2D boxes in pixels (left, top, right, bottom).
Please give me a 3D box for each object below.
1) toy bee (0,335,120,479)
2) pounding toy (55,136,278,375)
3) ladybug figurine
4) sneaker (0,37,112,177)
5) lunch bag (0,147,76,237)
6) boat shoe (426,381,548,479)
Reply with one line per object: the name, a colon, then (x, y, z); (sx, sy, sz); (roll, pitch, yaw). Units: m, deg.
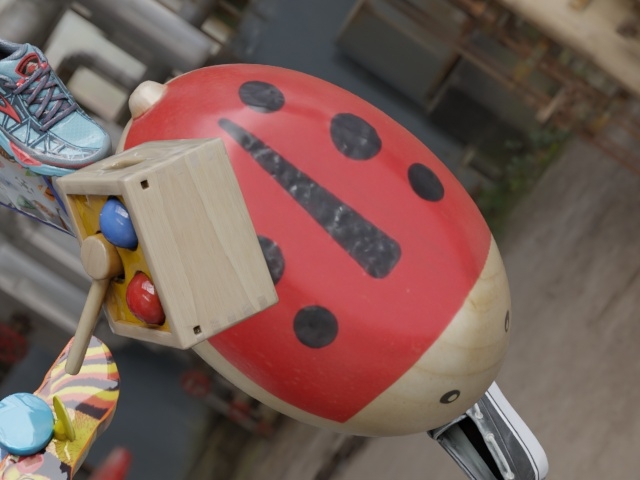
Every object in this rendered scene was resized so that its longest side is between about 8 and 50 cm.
toy bee: (-0.311, 0.257, 1.796); (0.298, 0.162, 0.195); (-50, -8, -7)
pounding toy: (-0.113, 0.014, 1.006); (0.100, 0.130, 0.141); (-25, 14, -28)
ladybug figurine: (0.000, 0.000, 1.509); (0.305, 0.449, 0.162); (-55, 7, -16)
sneaker: (-0.366, -0.177, 1.951); (0.104, 0.262, 0.125); (-53, -6, -39)
lunch bag: (-0.435, -0.122, 2.352); (0.303, 0.243, 0.115); (24, 64, 39)
boat shoe: (0.178, 0.231, 2.178); (0.105, 0.306, 0.113); (-25, -15, -45)
